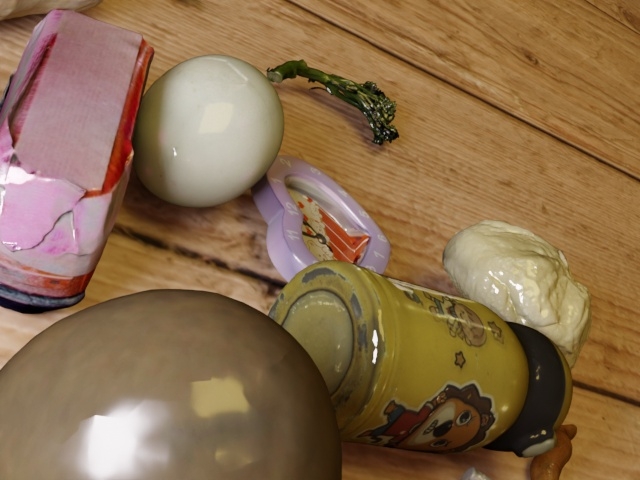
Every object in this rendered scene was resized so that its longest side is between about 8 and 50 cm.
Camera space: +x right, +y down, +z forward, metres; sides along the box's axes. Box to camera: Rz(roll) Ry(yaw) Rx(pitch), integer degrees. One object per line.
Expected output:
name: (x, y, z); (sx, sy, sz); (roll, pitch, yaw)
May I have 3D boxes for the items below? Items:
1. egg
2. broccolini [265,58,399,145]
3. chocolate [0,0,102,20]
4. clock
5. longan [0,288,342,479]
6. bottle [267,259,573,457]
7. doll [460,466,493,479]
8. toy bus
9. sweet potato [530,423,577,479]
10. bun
egg: (-0.121, -0.113, 1.192); (0.151, 0.151, 0.209); (42, 32, -3)
broccolini: (0.023, -0.185, 1.534); (0.123, 0.062, 0.271); (44, 22, 30)
chocolate: (-0.320, -0.300, 1.211); (0.134, 0.134, 0.309); (49, 35, 8)
clock: (0.000, 0.000, 1.282); (0.172, 0.064, 0.198); (17, 40, -37)
longan: (-0.112, 0.154, 0.809); (0.258, 0.258, 0.258); (30, 34, -23)
bottle: (0.122, 0.135, 1.160); (0.351, 0.171, 0.172); (15, 41, -39)
doll: (0.246, 0.326, 1.193); (0.227, 0.057, 0.114); (26, 28, -12)
toy bus: (-0.237, -0.082, 1.025); (0.127, 0.147, 0.303); (21, 36, -16)
sweet potato: (0.274, 0.252, 1.325); (0.044, 0.044, 0.179); (44, 31, 0)
bun: (0.248, 0.062, 1.376); (0.220, 0.134, 0.220); (53, 2, -2)
